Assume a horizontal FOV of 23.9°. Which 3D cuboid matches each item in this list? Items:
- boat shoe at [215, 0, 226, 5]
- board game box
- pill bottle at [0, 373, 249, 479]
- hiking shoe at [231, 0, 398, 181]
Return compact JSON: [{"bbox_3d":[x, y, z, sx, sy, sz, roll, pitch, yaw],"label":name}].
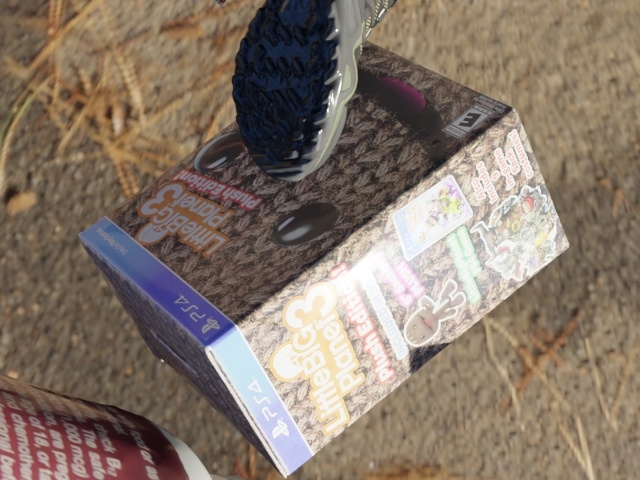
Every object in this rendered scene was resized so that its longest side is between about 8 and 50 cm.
[{"bbox_3d":[-0.081,-0.251,1.258,0.043,0.137,0.049,-22,135,18],"label":"boat shoe"},{"bbox_3d":[0.000,0.000,1.185,0.291,0.232,0.141,-38,126,-14],"label":"board game box"},{"bbox_3d":[-0.179,0.164,0.667,0.392,0.224,0.224,22,118,-33],"label":"pill bottle"},{"bbox_3d":[0.014,-0.147,0.980,0.086,0.114,0.227,23,111,30],"label":"hiking shoe"}]
